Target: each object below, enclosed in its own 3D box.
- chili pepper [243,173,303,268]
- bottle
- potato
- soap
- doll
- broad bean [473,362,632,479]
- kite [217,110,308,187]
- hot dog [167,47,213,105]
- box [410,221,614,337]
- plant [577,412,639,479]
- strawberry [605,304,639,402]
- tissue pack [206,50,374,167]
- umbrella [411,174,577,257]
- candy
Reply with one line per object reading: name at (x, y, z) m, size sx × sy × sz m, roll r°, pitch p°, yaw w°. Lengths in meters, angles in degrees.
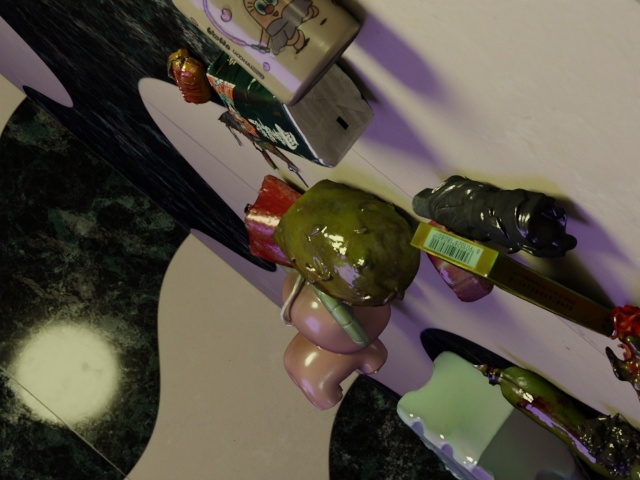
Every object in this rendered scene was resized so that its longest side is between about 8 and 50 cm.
chili pepper at (0.000, 0.000, 1.651) m, size 0.253 × 0.144 × 0.136 m, roll 26°, pitch -153°, yaw 23°
bottle at (-0.069, -0.221, 0.934) m, size 0.209 × 0.097 × 0.110 m, roll 42°, pitch -147°, yaw -2°
potato at (0.021, 0.002, 1.418) m, size 0.176 × 0.141 × 0.298 m, roll 54°, pitch 165°, yaw -21°
soap at (0.338, 0.398, 1.932) m, size 0.261 × 0.156 × 0.446 m, roll 32°, pitch 167°, yaw 40°
doll at (0.000, 0.125, 1.830) m, size 0.284 × 0.216 × 0.268 m, roll 40°, pitch 167°, yaw 52°
broad bean at (0.362, 0.267, 1.537) m, size 0.339 × 0.061 × 0.077 m, roll 38°, pitch 177°, yaw 18°
kite at (-0.100, -0.147, 1.597) m, size 0.183 × 0.010 × 0.160 m, roll 34°, pitch 169°, yaw 33°
hot dog at (-0.181, -0.221, 1.490) m, size 0.062 × 0.038 × 0.144 m, roll 39°, pitch 170°, yaw 7°
box at (0.197, 0.040, 1.083) m, size 0.193 × 0.030 × 0.121 m, roll 26°, pitch -179°, yaw -35°
plant at (0.412, 0.285, 1.396) m, size 0.085 × 0.087 × 0.174 m, roll 0°, pitch -160°, yaw -45°
strawberry at (0.326, 0.117, 1.013) m, size 0.167 × 0.087 × 0.208 m, roll 61°, pitch -166°, yaw -6°
tissue pack at (-0.034, -0.148, 1.109) m, size 0.170 × 0.090 × 0.103 m, roll 25°, pitch 159°, yaw 54°
umbrella at (0.155, -0.029, 1.035) m, size 0.236 × 0.059 × 0.066 m, roll 24°, pitch 140°, yaw 65°
candy at (0.151, 0.019, 1.183) m, size 0.103 × 0.043 × 0.103 m, roll 51°, pitch -165°, yaw -19°
